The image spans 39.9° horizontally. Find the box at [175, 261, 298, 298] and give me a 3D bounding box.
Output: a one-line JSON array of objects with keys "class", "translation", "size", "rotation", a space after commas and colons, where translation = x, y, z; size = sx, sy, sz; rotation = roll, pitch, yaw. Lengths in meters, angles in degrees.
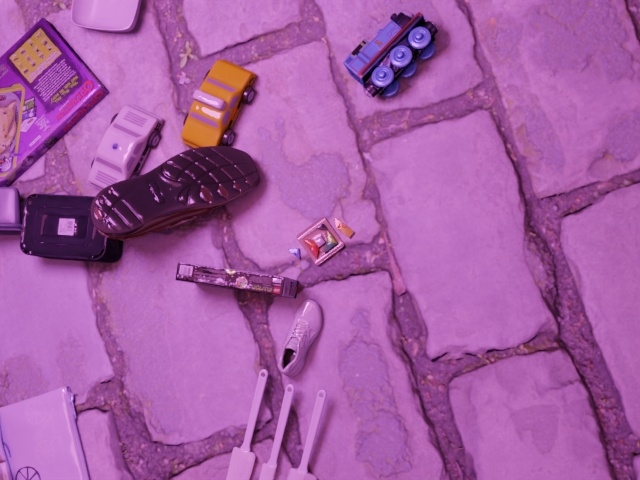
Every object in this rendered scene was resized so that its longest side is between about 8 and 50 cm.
[{"class": "box", "translation": [-0.154, 0.075, 1.648], "size": [0.207, 0.114, 0.036], "rotation": [8, 85, 12]}]

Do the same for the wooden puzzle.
[{"class": "wooden puzzle", "translation": [0.000, 0.000, 1.677], "size": [0.116, 0.014, 0.078], "rotation": [-43, 78, 4]}]

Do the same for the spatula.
[{"class": "spatula", "translation": [-0.075, 0.374, 1.640], "size": [0.168, 0.019, 0.242], "rotation": [15, 92, 18]}]

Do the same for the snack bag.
[{"class": "snack bag", "translation": [-0.605, 0.485, 1.729], "size": [0.343, 0.037, 0.323], "rotation": [-18, 80, 8]}]

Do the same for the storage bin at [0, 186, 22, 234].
[{"class": "storage bin", "translation": [-0.657, -0.059, 1.762], "size": [0.135, 0.098, 0.091], "rotation": [1, 84, -15]}]

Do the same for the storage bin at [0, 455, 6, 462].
[{"class": "storage bin", "translation": [-0.704, 0.285, 1.632], "size": [0.123, 0.260, 0.262], "rotation": [-18, 68, 8]}]

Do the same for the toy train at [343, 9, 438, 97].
[{"class": "toy train", "translation": [0.134, -0.355, 1.661], "size": [0.184, 0.080, 0.105], "rotation": [-46, 72, 3]}]

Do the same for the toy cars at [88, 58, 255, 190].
[{"class": "toy cars", "translation": [-0.300, -0.222, 1.724], "size": [0.394, 0.087, 0.176], "rotation": [-25, 79, 7]}]

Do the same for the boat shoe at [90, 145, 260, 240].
[{"class": "boat shoe", "translation": [-0.278, -0.086, 1.679], "size": [0.324, 0.120, 0.122], "rotation": [-18, 77, -17]}]

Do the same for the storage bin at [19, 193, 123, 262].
[{"class": "storage bin", "translation": [-0.487, -0.023, 1.740], "size": [0.180, 0.084, 0.122], "rotation": [3, 84, 12]}]

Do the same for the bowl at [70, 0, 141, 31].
[{"class": "bowl", "translation": [-0.427, -0.490, 1.797], "size": [0.142, 0.053, 0.142], "rotation": [8, 85, 13]}]

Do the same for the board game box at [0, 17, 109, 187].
[{"class": "board game box", "translation": [-0.627, -0.266, 1.815], "size": [0.347, 0.056, 0.208], "rotation": [-41, 74, 4]}]

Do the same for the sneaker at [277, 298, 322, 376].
[{"class": "sneaker", "translation": [-0.038, 0.182, 1.641], "size": [0.054, 0.061, 0.152], "rotation": [17, 86, 14]}]
